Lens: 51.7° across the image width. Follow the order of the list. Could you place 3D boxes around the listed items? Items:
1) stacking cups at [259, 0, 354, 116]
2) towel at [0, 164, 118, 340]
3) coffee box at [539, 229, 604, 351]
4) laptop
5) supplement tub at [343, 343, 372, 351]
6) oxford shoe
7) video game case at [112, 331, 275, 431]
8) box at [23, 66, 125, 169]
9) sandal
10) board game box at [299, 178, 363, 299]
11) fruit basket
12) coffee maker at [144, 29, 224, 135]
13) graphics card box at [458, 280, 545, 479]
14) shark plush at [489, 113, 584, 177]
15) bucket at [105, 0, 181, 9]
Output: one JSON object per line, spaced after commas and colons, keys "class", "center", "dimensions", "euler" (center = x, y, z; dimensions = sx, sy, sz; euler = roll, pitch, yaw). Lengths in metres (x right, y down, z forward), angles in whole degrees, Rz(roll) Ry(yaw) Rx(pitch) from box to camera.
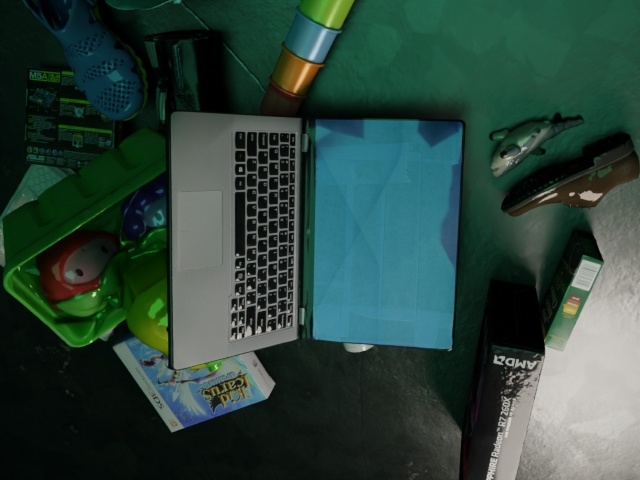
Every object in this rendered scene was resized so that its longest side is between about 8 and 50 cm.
{"class": "stacking cups", "center": [-0.015, -0.340, 1.093], "dimensions": [0.096, 0.096, 0.316], "euler": [30, 122, 0]}
{"class": "towel", "center": [-0.514, 0.016, 1.385], "dimensions": [0.332, 0.053, 0.317], "euler": [38, 117, -3]}
{"class": "coffee box", "center": [0.428, 0.086, 1.140], "dimensions": [0.040, 0.113, 0.184], "euler": [16, 117, 6]}
{"class": "laptop", "center": [0.000, 0.000, 1.012], "dimensions": [0.236, 0.408, 0.382], "euler": [9, 101, 45]}
{"class": "supplement tub", "center": [0.065, 0.155, 1.286], "dimensions": [0.071, 0.071, 0.107], "euler": [-9, 110, 18]}
{"class": "oxford shoe", "center": [0.412, -0.082, 1.090], "dimensions": [0.227, 0.083, 0.096], "euler": [-24, 109, 23]}
{"class": "video game case", "center": [-0.274, 0.271, 1.429], "dimensions": [0.269, 0.061, 0.244], "euler": [-24, 106, 22]}
{"class": "box", "center": [-0.464, -0.226, 1.247], "dimensions": [0.190, 0.045, 0.184], "euler": [7, 96, 11]}
{"class": "sandal", "center": [-0.412, -0.348, 1.129], "dimensions": [0.126, 0.138, 0.317], "euler": [-29, 96, 12]}
{"class": "board game box", "center": [-0.069, 0.027, 1.228], "dimensions": [0.193, 0.053, 0.305], "euler": [47, 127, 2]}
{"class": "fruit basket", "center": [-0.287, 0.043, 1.091], "dimensions": [0.392, 0.392, 0.283], "euler": [1, 146, 14]}
{"class": "coffee maker", "center": [-0.213, -0.275, 1.160], "dimensions": [0.171, 0.120, 0.178], "euler": [-5, 115, -10]}
{"class": "graphics card box", "center": [0.318, 0.287, 1.189], "dimensions": [0.094, 0.233, 0.371], "euler": [10, 116, 11]}
{"class": "shark plush", "center": [0.353, -0.167, 1.101], "dimensions": [0.161, 0.073, 0.067], "euler": [-33, 123, 4]}
{"class": "bucket", "center": [-0.264, -0.506, 1.022], "dimensions": [0.281, 0.183, 0.281], "euler": [5, 115, 12]}
